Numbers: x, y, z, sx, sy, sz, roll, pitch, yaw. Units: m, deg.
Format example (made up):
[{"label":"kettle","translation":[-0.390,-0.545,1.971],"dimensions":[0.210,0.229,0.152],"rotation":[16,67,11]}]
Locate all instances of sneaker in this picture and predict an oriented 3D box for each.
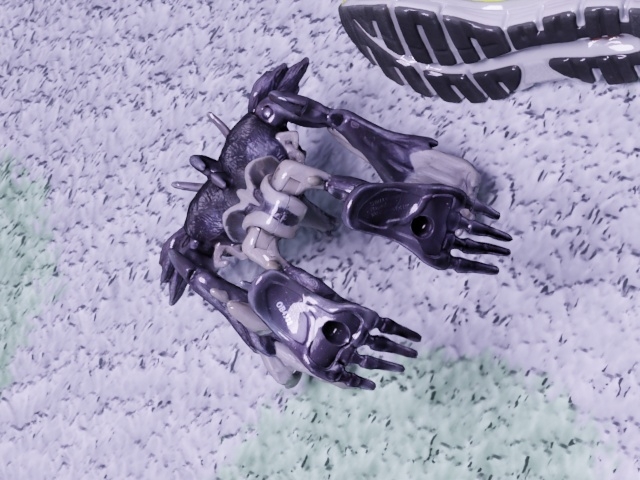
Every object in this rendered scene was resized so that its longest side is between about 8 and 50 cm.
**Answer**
[{"label":"sneaker","translation":[0.111,-0.138,1.050],"dimensions":[0.208,0.081,0.094],"rotation":[2,56,27]}]

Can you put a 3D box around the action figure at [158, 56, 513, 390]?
[{"label":"action figure","translation":[0.000,0.000,0.994],"dimensions":[0.164,0.141,0.275],"rotation":[-56,22,2]}]
